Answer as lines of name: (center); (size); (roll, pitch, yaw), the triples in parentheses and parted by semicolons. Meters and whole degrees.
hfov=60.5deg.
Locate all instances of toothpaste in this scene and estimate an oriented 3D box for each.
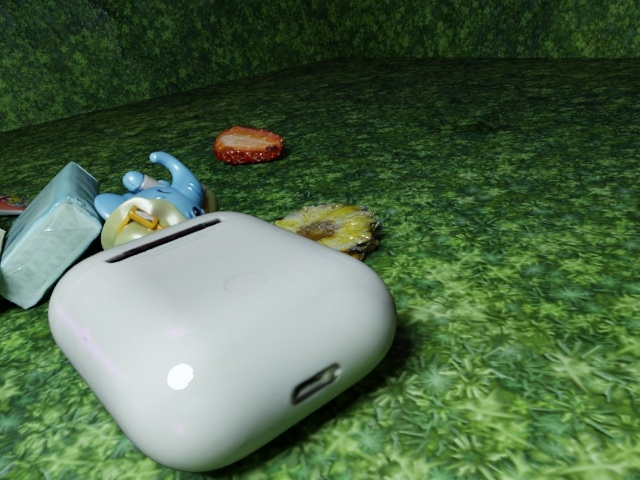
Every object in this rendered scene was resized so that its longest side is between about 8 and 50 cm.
toothpaste: (-0.737, -0.077, 1.249); (0.235, 0.057, 0.089); (2, 22, 3)

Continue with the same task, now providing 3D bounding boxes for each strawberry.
strawberry: (-0.180, -0.226, 1.383); (0.188, 0.082, 0.121); (11, 49, 17)

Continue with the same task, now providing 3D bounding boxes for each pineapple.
pineapple: (0.000, 0.000, 0.860); (0.222, 0.047, 0.221); (-10, 26, 5)

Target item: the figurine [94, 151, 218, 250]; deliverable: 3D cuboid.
figurine: (-0.246, -0.034, 0.861); (0.154, 0.179, 0.262); (-26, 31, 8)

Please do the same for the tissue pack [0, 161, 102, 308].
tissue pack: (-0.440, -0.020, 0.904); (0.177, 0.089, 0.263); (-47, 28, -1)

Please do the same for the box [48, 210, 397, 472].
box: (-0.114, 0.079, 0.595); (0.289, 0.141, 0.349); (-26, 30, -32)

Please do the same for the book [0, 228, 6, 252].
book: (-0.518, 0.066, 0.807); (0.138, 0.016, 0.199); (-51, 32, -1)
